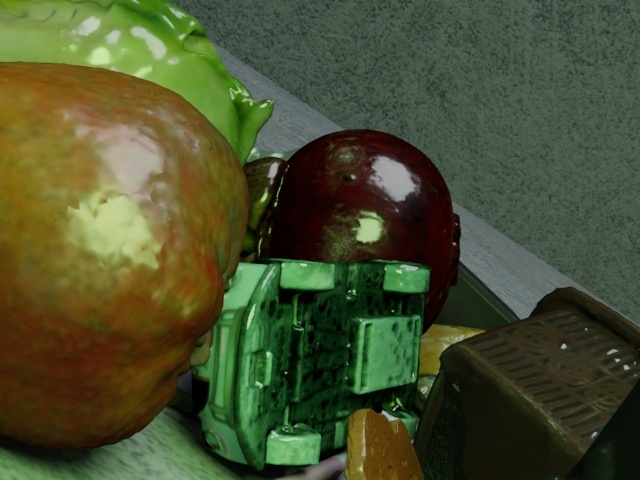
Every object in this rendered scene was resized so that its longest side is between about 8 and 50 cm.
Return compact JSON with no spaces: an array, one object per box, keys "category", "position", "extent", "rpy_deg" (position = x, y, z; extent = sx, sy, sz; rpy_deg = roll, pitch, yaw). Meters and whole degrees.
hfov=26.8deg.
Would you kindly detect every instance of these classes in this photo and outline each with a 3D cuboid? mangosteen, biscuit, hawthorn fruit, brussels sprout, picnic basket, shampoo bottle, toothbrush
[{"category":"mangosteen","position":[0.000,0.000,1.237],"extent":[0.258,0.215,0.215],"rpy_deg":[6,9,5]},{"category":"biscuit","position":[0.044,0.164,0.906],"extent":[0.130,0.019,0.102],"rpy_deg":[20,54,-68]},{"category":"hawthorn fruit","position":[-0.174,-0.008,0.740],"extent":[0.262,0.210,0.210],"rpy_deg":[20,11,-3]},{"category":"brussels sprout","position":[-0.185,-0.104,1.078],"extent":[0.294,0.227,0.259],"rpy_deg":[13,6,-41]},{"category":"picnic basket","position":[0.178,0.180,0.943],"extent":[0.129,0.222,0.297],"rpy_deg":[-3,29,-32]},{"category":"shampoo bottle","position":[0.157,0.077,1.533],"extent":[0.246,0.080,0.079],"rpy_deg":[41,8,-27]},{"category":"toothbrush","position":[0.004,0.162,0.936],"extent":[0.025,0.020,0.286],"rpy_deg":[42,12,15]}]

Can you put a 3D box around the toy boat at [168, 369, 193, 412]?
[{"category":"toy boat","position":[-0.112,0.086,0.960],"extent":[0.063,0.016,0.115],"rpy_deg":[31,11,-9]}]

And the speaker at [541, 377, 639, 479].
[{"category":"speaker","position":[0.122,0.207,0.486],"extent":[0.184,0.232,0.254],"rpy_deg":[33,15,6]}]

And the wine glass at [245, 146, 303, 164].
[{"category":"wine glass","position":[-0.045,-0.076,1.585],"extent":[0.321,0.143,0.143],"rpy_deg":[32,10,-3]}]

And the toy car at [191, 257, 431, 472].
[{"category":"toy car","position":[-0.014,0.079,0.967],"extent":[0.125,0.136,0.306],"rpy_deg":[5,2,27]}]

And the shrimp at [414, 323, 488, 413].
[{"category":"shrimp","position":[0.219,0.195,1.258],"extent":[0.272,0.085,0.445],"rpy_deg":[15,20,-33]}]
